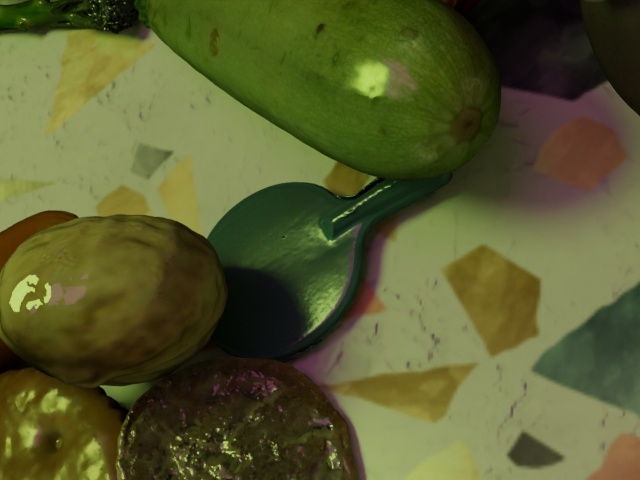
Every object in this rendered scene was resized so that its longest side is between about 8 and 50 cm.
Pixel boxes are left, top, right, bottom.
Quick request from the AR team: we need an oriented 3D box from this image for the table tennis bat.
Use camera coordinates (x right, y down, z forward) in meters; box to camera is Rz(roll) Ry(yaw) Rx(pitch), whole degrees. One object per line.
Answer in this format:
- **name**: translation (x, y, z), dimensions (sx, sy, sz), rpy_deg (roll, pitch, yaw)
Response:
- **table tennis bat**: translation (0.000, 0.000, 0.846), dimensions (0.201, 0.033, 0.124), rpy_deg (-34, 58, 12)

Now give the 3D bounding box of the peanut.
- **peanut**: translation (-0.130, 0.038, 0.806), dimensions (0.140, 0.159, 0.109), rpy_deg (4, 87, 2)

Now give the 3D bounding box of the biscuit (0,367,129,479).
- **biscuit**: translation (-0.202, 0.190, 0.840), dimensions (0.220, 0.066, 0.220), rpy_deg (-12, 62, 23)

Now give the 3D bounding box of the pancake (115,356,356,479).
- **pancake**: translation (-0.052, 0.140, 0.780), dimensions (0.152, 0.025, 0.151), rpy_deg (3, 58, -4)

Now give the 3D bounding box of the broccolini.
- **broccolini**: translation (-0.240, -0.194, 1.042), dimensions (0.216, 0.058, 0.067), rpy_deg (2, 71, 29)

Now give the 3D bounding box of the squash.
- **squash**: translation (-0.017, -0.134, 0.857), dimensions (0.118, 0.118, 0.370), rpy_deg (-53, 40, -4)

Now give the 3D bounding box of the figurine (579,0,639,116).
- **figurine**: translation (0.310, -0.140, 0.650), dimensions (0.365, 0.218, 0.206), rpy_deg (1, 31, 25)

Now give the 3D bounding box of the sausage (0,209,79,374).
- **sausage**: translation (-0.253, 0.063, 0.911), dimensions (0.238, 0.098, 0.098), rpy_deg (-37, 56, 10)

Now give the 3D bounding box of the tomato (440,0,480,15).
- **tomato**: translation (0.053, -0.257, 0.848), dimensions (0.139, 0.200, 0.233), rpy_deg (-37, 64, -22)
